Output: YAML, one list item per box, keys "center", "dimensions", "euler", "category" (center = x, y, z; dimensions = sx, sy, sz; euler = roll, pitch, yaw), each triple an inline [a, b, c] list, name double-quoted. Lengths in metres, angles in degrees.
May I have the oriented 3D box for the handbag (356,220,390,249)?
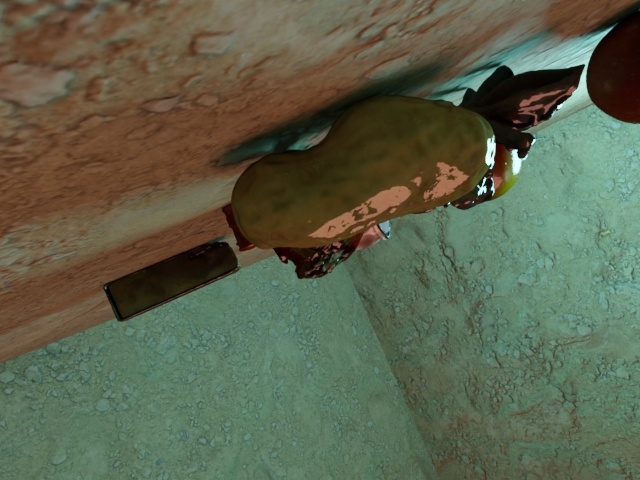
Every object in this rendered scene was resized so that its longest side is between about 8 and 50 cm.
- center: [0.089, -0.066, 1.121]
  dimensions: [0.116, 0.180, 0.205]
  euler: [-16, 175, 20]
  category: "handbag"

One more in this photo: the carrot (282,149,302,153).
- center: [-0.004, -0.112, 0.718]
  dimensions: [0.043, 0.043, 0.248]
  euler: [-25, 180, 21]
  category: "carrot"

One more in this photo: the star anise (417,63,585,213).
- center: [0.226, -0.136, 0.690]
  dimensions: [0.258, 0.110, 0.198]
  euler: [-57, -154, 2]
  category: "star anise"

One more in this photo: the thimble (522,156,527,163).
- center: [0.392, -0.210, 1.220]
  dimensions: [0.237, 0.150, 0.237]
  euler: [-25, 177, -1]
  category: "thimble"

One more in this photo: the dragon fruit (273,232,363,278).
- center: [-0.004, 0.000, 0.928]
  dimensions: [0.218, 0.148, 0.223]
  euler: [-21, 149, 21]
  category: "dragon fruit"

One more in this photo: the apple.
- center: [0.512, -0.271, 0.741]
  dimensions: [0.180, 0.181, 0.168]
  euler: [-24, -159, 14]
  category: "apple"

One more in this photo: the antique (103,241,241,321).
- center: [-0.351, 0.091, 1.172]
  dimensions: [0.309, 0.094, 0.087]
  euler: [-23, 178, -14]
  category: "antique"

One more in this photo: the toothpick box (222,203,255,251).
- center: [-0.134, -0.024, 0.833]
  dimensions: [0.047, 0.083, 0.047]
  euler: [-23, 177, -1]
  category: "toothpick box"

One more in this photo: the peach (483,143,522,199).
- center: [0.333, -0.181, 1.014]
  dimensions: [0.197, 0.198, 0.197]
  euler: [-24, 178, -1]
  category: "peach"

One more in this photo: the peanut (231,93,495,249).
- center: [0.048, -0.086, 0.564]
  dimensions: [0.318, 0.148, 0.147]
  euler: [-18, 178, -3]
  category: "peanut"
